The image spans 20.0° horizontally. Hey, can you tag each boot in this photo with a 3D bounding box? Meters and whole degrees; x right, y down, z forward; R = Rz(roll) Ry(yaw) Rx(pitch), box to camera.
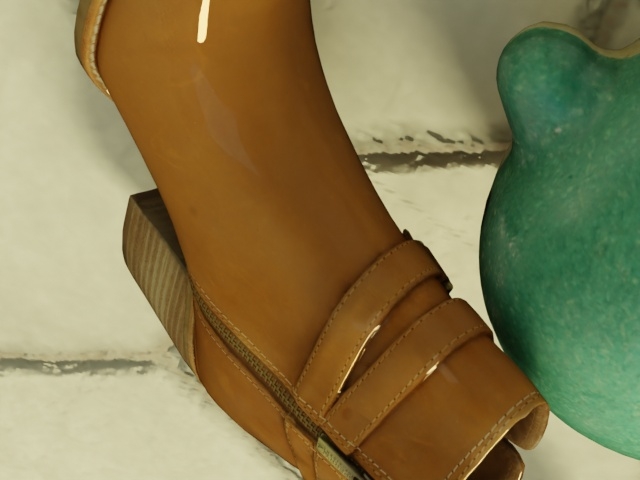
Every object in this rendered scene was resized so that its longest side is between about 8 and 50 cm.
[{"bbox_3d":[0.000,0.000,0.724,0.220,0.109,0.283,47,145,29],"label":"boot"}]

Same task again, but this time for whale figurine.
[{"bbox_3d":[0.166,-0.020,0.698,0.216,0.141,0.272,25,131,-2],"label":"whale figurine"}]
